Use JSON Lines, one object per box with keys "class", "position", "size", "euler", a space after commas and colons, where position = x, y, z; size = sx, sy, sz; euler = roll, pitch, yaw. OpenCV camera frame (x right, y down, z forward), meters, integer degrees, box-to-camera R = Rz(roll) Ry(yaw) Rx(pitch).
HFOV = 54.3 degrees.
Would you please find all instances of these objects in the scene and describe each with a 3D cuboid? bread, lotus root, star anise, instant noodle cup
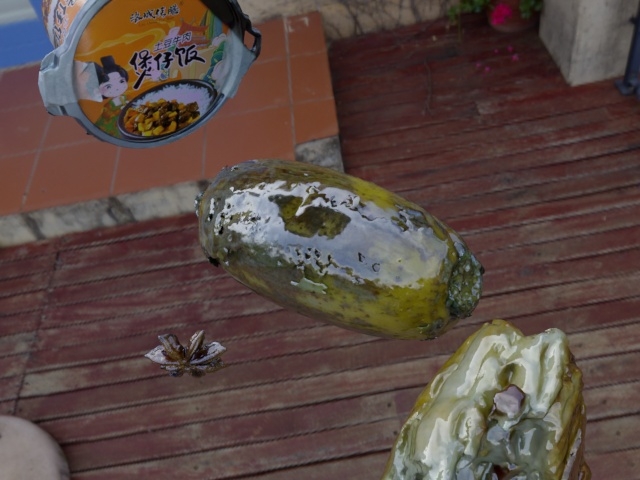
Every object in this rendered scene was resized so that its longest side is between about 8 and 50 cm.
{"class": "bread", "position": [0.140, 0.289, 0.601], "size": [0.192, 0.370, 0.314], "euler": [9, 44, 36]}
{"class": "lotus root", "position": [0.000, 0.000, 0.741], "size": [0.397, 0.196, 0.179], "euler": [16, 70, 36]}
{"class": "star anise", "position": [-0.263, 0.231, 1.242], "size": [0.168, 0.168, 0.057], "euler": [-10, 53, 5]}
{"class": "instant noodle cup", "position": [-0.174, -0.193, 0.577], "size": [0.208, 0.177, 0.125], "euler": [-11, 49, -45]}
